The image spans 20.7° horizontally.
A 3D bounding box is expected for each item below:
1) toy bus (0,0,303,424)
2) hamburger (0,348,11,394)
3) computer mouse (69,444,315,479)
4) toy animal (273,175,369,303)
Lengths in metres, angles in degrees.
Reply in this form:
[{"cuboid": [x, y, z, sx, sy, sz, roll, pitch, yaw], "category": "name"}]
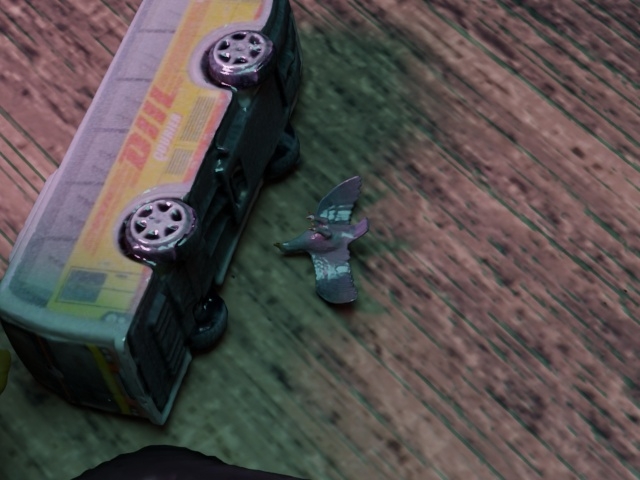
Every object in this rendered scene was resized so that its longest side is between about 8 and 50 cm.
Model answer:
[{"cuboid": [-0.083, -0.034, 0.940, 0.106, 0.092, 0.268, 7, 53, 19], "category": "toy bus"}, {"cuboid": [-0.303, 0.053, 0.785, 0.237, 0.276, 0.276, 27, 58, 34], "category": "hamburger"}, {"cuboid": [-0.001, 0.192, 0.746, 0.323, 0.116, 0.183, 11, 57, 20], "category": "computer mouse"}, {"cuboid": [0.000, -0.001, 0.944, 0.050, 0.028, 0.084, 7, 53, -2], "category": "toy animal"}]
